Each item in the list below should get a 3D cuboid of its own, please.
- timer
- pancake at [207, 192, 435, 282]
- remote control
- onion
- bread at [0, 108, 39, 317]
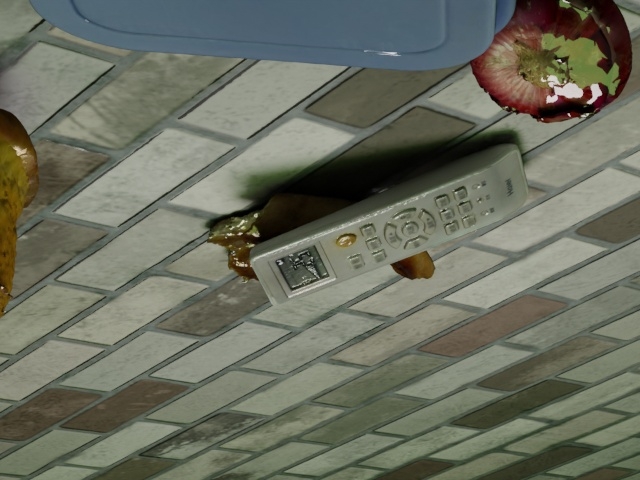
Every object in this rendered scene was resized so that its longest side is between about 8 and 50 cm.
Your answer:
[{"bbox_3d":[-0.042,-0.267,1.098,0.395,0.173,0.395,7,162,2],"label":"timer"},{"bbox_3d":[0.000,0.000,1.878,0.257,0.056,0.212,-8,155,2],"label":"pancake"},{"bbox_3d":[0.075,-0.025,1.790,0.313,0.055,0.109,-21,146,2],"label":"remote control"},{"bbox_3d":[0.217,-0.188,1.485,0.150,0.140,0.150,14,126,19],"label":"onion"},{"bbox_3d":[-0.463,-0.031,1.484,0.398,0.215,0.398,-3,158,-1],"label":"bread"}]
